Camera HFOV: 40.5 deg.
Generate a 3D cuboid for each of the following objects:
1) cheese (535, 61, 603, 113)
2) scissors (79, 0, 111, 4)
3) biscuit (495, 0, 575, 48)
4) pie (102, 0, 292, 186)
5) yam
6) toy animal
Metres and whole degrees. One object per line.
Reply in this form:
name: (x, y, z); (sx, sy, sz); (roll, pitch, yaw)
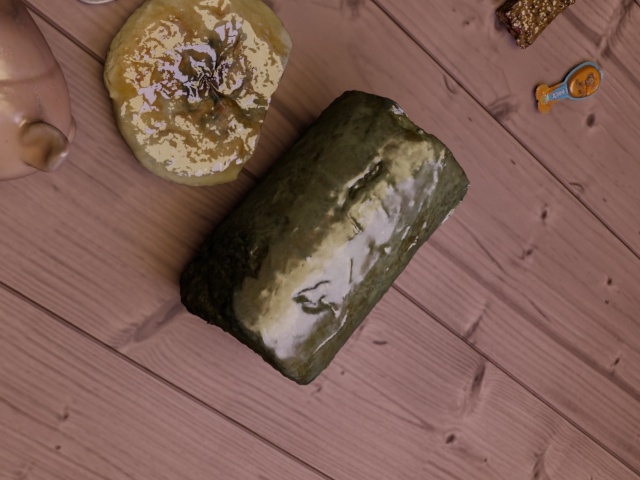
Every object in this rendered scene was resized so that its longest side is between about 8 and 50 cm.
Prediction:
cheese: (0.326, -0.199, 1.130); (0.111, 0.017, 0.047); (-24, 108, -17)
scissors: (-0.148, -0.309, 0.887); (0.242, 0.030, 0.118); (-10, 106, -18)
biscuit: (0.301, -0.326, 1.080); (0.199, 0.034, 0.064); (-46, 114, -8)
pie: (-0.135, -0.168, 0.915); (0.185, 0.052, 0.218); (17, 93, -21)
yam: (0.000, 0.000, 0.939); (0.300, 0.195, 0.195); (-49, 116, -7)
toy animal: (-0.326, -0.163, 0.780); (0.154, 0.166, 0.250); (-32, 113, 17)
